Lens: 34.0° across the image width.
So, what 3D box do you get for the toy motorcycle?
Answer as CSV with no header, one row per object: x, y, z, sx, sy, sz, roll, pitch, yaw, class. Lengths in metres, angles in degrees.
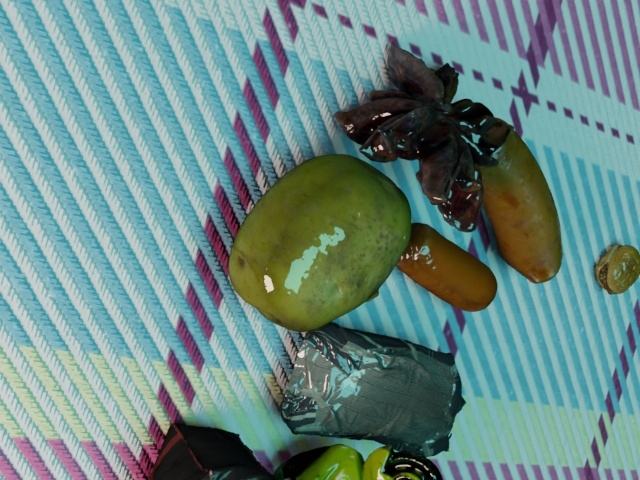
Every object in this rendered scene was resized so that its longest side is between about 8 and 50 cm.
0.012,0.403,1.366,0.142,0.206,0.342,-9,124,-66,toy motorcycle

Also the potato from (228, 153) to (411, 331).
0.000,0.002,1.247,0.197,0.148,0.228,39,77,-25,potato

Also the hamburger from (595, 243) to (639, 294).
0.491,0.048,1.714,0.083,0.044,0.076,-48,128,-20,hamburger

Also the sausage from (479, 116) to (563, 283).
0.274,-0.052,1.480,0.109,0.109,0.270,-43,125,-20,sausage

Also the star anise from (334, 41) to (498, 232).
0.136,-0.135,1.297,0.212,0.129,0.282,26,47,-20,star anise

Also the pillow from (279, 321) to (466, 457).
0.085,0.208,1.412,0.335,0.092,0.161,19,97,-41,pillow

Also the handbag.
-0.143,0.336,1.224,0.155,0.169,0.215,17,94,-24,handbag

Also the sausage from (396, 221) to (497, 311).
0.168,0.038,1.439,0.197,0.076,0.076,32,83,-38,sausage
